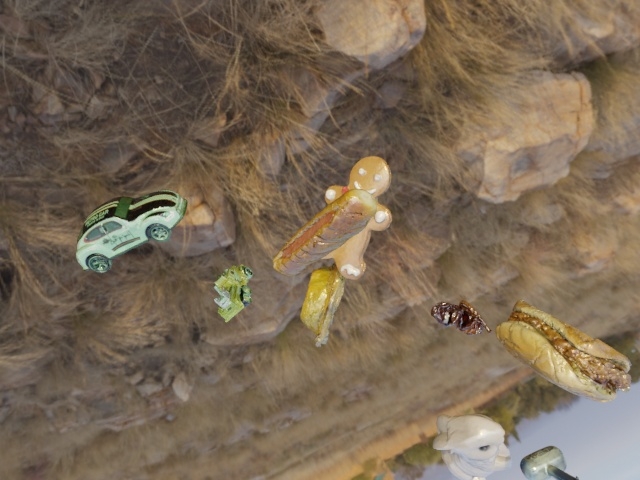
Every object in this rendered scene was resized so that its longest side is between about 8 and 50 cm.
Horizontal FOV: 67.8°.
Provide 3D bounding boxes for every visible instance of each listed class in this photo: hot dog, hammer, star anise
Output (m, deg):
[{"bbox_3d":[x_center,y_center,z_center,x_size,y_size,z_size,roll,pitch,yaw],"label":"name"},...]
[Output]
[{"bbox_3d":[0.001,-0.003,0.889,0.087,0.061,0.286,2,152,-32],"label":"hot dog"},{"bbox_3d":[0.594,0.579,1.183,0.116,0.070,0.194,-16,179,-12],"label":"hammer"},{"bbox_3d":[0.555,0.301,1.909,0.220,0.126,0.190,18,174,-2],"label":"star anise"}]

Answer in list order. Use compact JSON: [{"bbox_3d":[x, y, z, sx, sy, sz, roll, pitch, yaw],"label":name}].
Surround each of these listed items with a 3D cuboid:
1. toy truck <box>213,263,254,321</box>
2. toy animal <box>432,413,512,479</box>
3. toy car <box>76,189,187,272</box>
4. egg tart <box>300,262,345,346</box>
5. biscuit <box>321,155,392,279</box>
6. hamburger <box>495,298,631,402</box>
[{"bbox_3d":[-0.349,0.182,1.860,0.128,0.260,0.135,-41,112,19],"label":"toy truck"},{"bbox_3d":[0.445,0.605,1.437,0.194,0.257,0.357,-59,144,-24],"label":"toy animal"},{"bbox_3d":[-0.474,-0.041,1.159,0.305,0.136,0.125,-26,126,13],"label":"toy car"},{"bbox_3d":[0.009,0.188,1.500,0.118,0.288,0.288,15,143,1],"label":"egg tart"},{"bbox_3d":[0.089,-0.075,1.330,0.047,0.216,0.340,-5,124,-64],"label":"biscuit"},{"bbox_3d":[0.562,0.263,1.118,0.259,0.283,0.145,30,88,-24],"label":"hamburger"}]
